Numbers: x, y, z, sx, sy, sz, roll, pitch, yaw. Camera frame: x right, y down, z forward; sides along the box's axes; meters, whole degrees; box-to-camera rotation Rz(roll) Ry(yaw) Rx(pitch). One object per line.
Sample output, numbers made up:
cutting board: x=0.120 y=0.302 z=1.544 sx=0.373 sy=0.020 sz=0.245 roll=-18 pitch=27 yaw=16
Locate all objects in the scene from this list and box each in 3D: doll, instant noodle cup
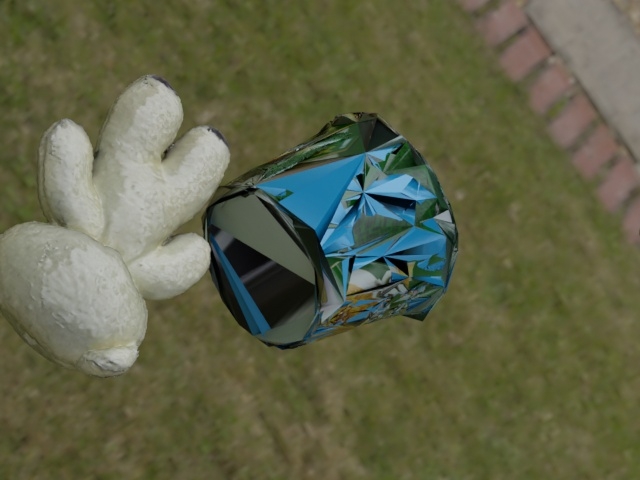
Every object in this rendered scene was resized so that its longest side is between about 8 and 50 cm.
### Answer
doll: x=-0.185 y=-0.010 z=1.449 sx=0.175 sy=0.149 sz=0.278 roll=31 pitch=65 yaw=5
instant noodle cup: x=0.000 y=0.000 z=1.681 sx=0.178 sy=0.240 sz=0.240 roll=-25 pitch=82 yaw=-36
